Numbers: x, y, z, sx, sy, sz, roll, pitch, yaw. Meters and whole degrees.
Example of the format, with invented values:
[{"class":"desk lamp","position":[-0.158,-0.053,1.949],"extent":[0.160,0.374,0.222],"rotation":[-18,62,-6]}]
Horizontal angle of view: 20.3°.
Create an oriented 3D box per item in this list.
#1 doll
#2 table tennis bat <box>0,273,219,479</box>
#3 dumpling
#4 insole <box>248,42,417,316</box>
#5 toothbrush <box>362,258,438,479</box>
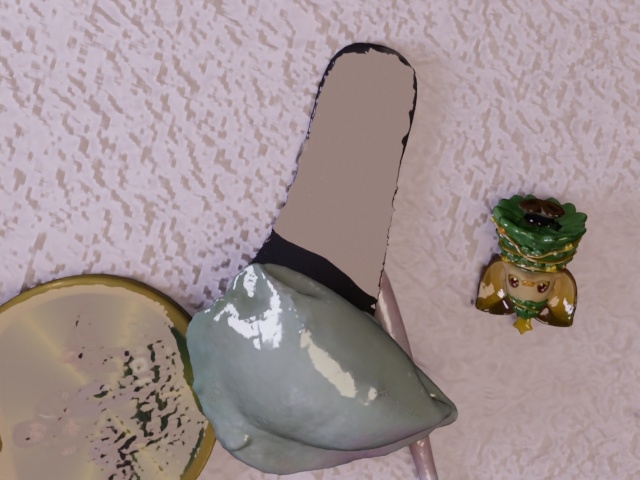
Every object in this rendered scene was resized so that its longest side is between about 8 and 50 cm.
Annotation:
[{"class":"doll","position":[0.167,0.013,1.398],"extent":[0.078,0.077,0.113],"rotation":[10,134,9]},{"class":"table tennis bat","position":[-0.227,0.134,1.322],"extent":[0.321,0.050,0.198],"rotation":[-11,99,-16]},{"class":"dumpling","position":[-0.004,0.103,1.338],"extent":[0.216,0.149,0.105],"rotation":[30,54,-18]},{"class":"insole","position":[0.000,0.000,1.363],"extent":[0.110,0.012,0.309],"rotation":[14,100,-6]},{"class":"toothbrush","position":[0.077,0.156,1.423],"extent":[0.025,0.029,0.307],"rotation":[-18,106,-8]}]
